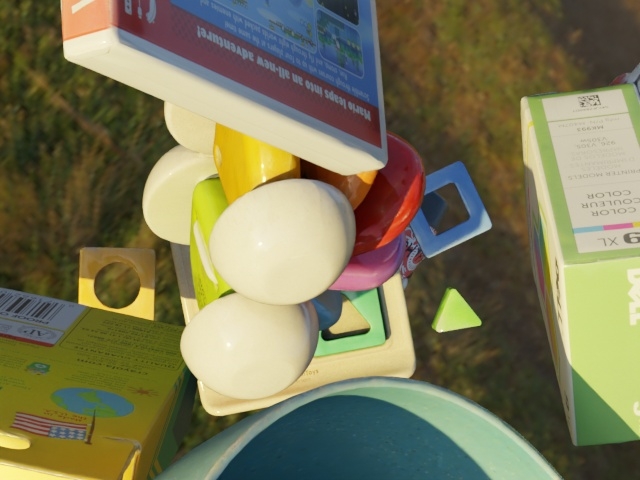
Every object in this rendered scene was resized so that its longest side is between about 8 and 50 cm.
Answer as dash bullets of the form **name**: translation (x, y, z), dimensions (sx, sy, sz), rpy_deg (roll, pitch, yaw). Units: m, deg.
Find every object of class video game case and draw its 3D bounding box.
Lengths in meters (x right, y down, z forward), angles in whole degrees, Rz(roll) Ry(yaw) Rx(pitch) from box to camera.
- **video game case**: translation (-0.039, -0.184, 0.654), dimensions (0.204, 0.025, 0.285), rpy_deg (19, 63, -59)

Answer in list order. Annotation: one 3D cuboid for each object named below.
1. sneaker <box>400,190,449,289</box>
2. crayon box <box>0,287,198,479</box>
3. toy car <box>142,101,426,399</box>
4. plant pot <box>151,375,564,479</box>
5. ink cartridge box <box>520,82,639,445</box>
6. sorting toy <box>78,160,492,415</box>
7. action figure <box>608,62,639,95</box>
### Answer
- **sneaker**: translation (-0.001, 0.000, 1.512), dimensions (0.090, 0.270, 0.145), rpy_deg (33, 80, -33)
- **crayon box**: translation (-0.196, 0.110, 1.003), dimensions (0.202, 0.081, 0.318), rpy_deg (12, 11, 3)
- **toy car**: translation (-0.014, -0.014, 0.870), dimensions (0.136, 0.182, 0.159), rpy_deg (-4, 49, -21)
- **plant pot**: translation (-0.021, 0.218, 0.652), dimensions (0.290, 0.195, 0.290), rpy_deg (21, 59, -40)
- **ink cartridge box**: translation (0.139, 0.024, 0.762), dimensions (0.209, 0.062, 0.109), rpy_deg (-92, 174, -55)
- **sorting toy**: translation (-0.026, 0.033, 1.303), dimensions (0.347, 0.047, 0.196), rpy_deg (-11, 92, -1)
- **action figure**: translation (0.307, -0.022, 0.886), dimensions (0.370, 0.276, 0.248), rpy_deg (13, 54, 16)
